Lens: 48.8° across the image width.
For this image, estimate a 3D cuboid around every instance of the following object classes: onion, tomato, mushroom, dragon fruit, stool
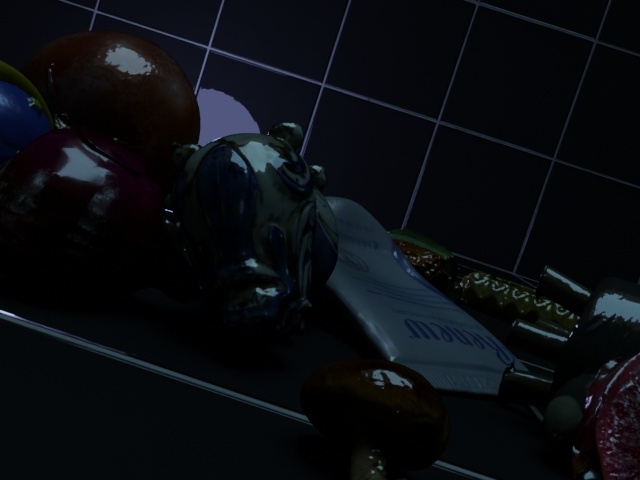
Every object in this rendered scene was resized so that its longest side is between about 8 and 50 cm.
[{"bbox_3d":[-0.182,-0.018,0.606,0.198,0.135,0.173,20,11,-15],"label":"onion"},{"bbox_3d":[-0.299,-0.171,1.013,0.265,0.265,0.265,18,5,-2],"label":"tomato"},{"bbox_3d":[0.038,0.109,0.400,0.088,0.073,0.129,52,-2,-19],"label":"mushroom"},{"bbox_3d":[0.195,0.150,0.415,0.153,0.153,0.111,18,-37,-4],"label":"dragon fruit"},{"bbox_3d":[0.243,0.106,0.635,0.139,0.153,0.228,21,6,28],"label":"stool"}]

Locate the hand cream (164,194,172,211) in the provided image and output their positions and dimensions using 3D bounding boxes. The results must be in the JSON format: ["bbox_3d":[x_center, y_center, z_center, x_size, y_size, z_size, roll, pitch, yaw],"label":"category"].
[{"bbox_3d":[-0.308,-0.099,1.343,0.306,0.093,0.147,26,5,-13],"label":"hand cream"}]

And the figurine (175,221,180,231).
[{"bbox_3d":[-0.135,-0.013,1.071,0.187,0.083,0.083,10,2,19],"label":"figurine"}]

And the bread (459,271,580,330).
[{"bbox_3d":[0.432,0.143,1.325,0.367,0.077,0.084,20,2,30],"label":"bread"}]

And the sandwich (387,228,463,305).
[{"bbox_3d":[0.132,0.053,1.159,0.160,0.109,0.185,-8,19,-27],"label":"sandwich"}]

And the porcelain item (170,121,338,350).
[{"bbox_3d":[-0.047,0.009,0.665,0.138,0.186,0.288,-13,-12,1],"label":"porcelain item"}]

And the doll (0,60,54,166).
[{"bbox_3d":[-0.369,-0.083,0.737,0.242,0.160,0.311,7,-17,16],"label":"doll"}]

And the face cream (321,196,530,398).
[{"bbox_3d":[0.074,0.069,0.860,0.235,0.137,0.420,16,17,-35],"label":"face cream"}]

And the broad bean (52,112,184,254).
[{"bbox_3d":[-0.210,-0.032,0.808,0.144,0.049,0.292,59,-2,17],"label":"broad bean"}]
